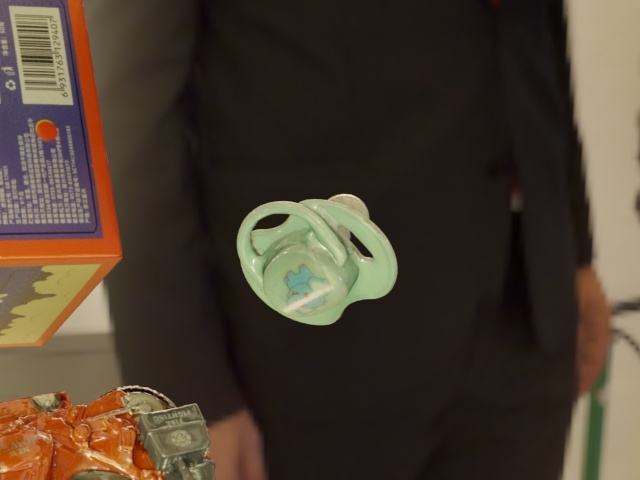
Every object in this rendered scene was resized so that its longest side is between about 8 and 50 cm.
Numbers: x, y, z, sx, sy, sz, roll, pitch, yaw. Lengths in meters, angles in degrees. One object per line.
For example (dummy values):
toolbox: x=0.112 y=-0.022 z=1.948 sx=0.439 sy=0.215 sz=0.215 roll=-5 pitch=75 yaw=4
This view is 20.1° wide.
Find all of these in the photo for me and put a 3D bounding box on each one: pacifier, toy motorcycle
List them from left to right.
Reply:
toy motorcycle: x=-0.242 y=0.241 z=1.697 sx=0.326 sy=0.147 sz=0.221 roll=-9 pitch=53 yaw=-28
pacifier: x=0.000 y=0.000 z=1.488 sx=0.127 sy=0.150 sz=0.116 roll=39 pitch=47 yaw=-12

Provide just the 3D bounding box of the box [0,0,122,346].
box: x=-0.414 y=-0.080 z=2.059 sx=0.257 sy=0.348 sz=0.318 roll=-1 pitch=-20 yaw=-28
